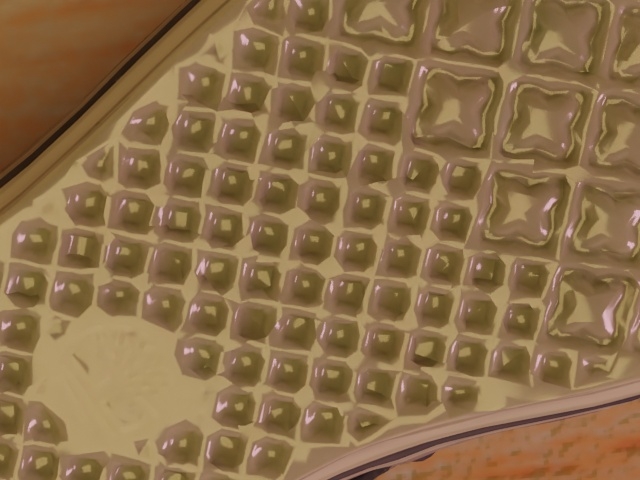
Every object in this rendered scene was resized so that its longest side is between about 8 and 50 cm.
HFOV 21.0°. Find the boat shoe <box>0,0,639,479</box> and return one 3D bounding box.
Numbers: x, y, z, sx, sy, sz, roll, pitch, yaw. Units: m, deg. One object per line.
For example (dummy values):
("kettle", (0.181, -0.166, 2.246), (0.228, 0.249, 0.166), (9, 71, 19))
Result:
("boat shoe", (0.000, 0.000, 0.562), (0.500, 0.156, 0.186), (-32, 97, 5))
